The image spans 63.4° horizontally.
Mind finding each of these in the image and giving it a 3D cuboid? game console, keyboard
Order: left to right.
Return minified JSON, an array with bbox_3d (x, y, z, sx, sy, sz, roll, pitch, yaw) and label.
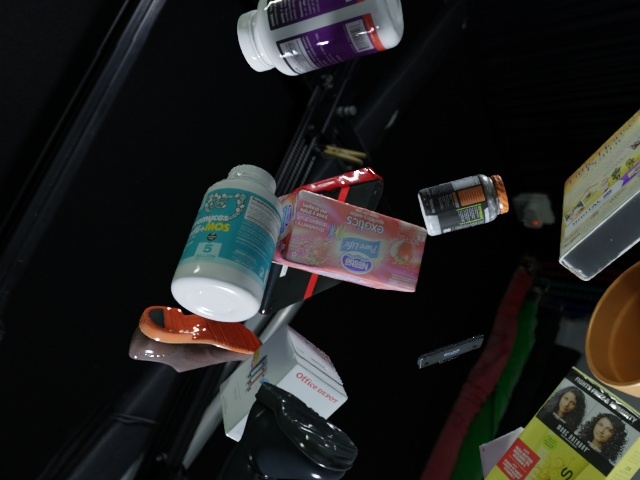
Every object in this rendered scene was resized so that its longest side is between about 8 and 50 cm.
[{"bbox_3d":[0.000,0.000,1.351,0.342,0.060,0.386,-18,-42,-42],"label":"game console"},{"bbox_3d":[0.345,0.298,1.386,0.108,0.180,0.023,76,175,-58],"label":"keyboard"}]

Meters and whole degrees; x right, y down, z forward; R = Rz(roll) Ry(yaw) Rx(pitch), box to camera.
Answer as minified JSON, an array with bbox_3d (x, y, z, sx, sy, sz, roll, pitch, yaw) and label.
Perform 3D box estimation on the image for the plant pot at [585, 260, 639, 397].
[{"bbox_3d":[0.709,0.195,1.016,0.204,0.291,0.290,27,-110,-2],"label":"plant pot"}]

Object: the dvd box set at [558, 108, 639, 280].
[{"bbox_3d":[0.553,-0.130,0.900,0.062,0.307,0.420,40,-147,4],"label":"dvd box set"}]

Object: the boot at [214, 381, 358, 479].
[{"bbox_3d":[-0.064,0.301,0.628,0.094,0.246,0.207,29,-101,-20],"label":"boot"}]

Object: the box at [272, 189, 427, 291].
[{"bbox_3d":[0.052,0.008,1.090,0.300,0.154,0.142,16,-99,-23],"label":"box"}]

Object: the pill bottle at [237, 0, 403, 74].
[{"bbox_3d":[-0.003,-0.455,1.077,0.181,0.323,0.181,-8,-90,-67],"label":"pill bottle"}]

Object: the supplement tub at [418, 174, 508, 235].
[{"bbox_3d":[0.338,-0.087,1.233,0.117,0.191,0.116,-14,-90,-80],"label":"supplement tub"}]

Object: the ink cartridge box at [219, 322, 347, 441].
[{"bbox_3d":[-0.067,0.265,0.907,0.176,0.127,0.128,-44,-63,7],"label":"ink cartridge box"}]

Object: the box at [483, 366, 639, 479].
[{"bbox_3d":[0.214,0.242,0.498,0.058,0.087,0.232,31,-83,-37],"label":"box"}]

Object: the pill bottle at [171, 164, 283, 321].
[{"bbox_3d":[-0.148,-0.005,0.894,0.146,0.146,0.263,46,-138,-40],"label":"pill bottle"}]

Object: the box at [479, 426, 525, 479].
[{"bbox_3d":[0.476,0.520,1.190,0.171,0.130,0.091,29,-141,-20],"label":"box"}]

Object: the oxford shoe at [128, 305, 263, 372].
[{"bbox_3d":[-0.228,0.198,0.986,0.272,0.097,0.098,21,-71,-37],"label":"oxford shoe"}]
